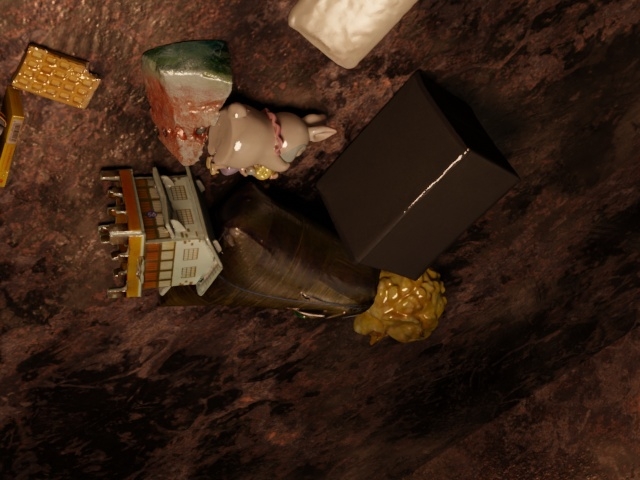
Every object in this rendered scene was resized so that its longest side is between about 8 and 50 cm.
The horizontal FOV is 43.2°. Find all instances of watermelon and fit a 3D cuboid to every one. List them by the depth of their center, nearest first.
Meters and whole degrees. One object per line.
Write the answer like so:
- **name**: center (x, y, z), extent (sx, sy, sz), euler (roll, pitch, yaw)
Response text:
- **watermelon**: center (-0.248, -0.241, 1.475), extent (0.154, 0.095, 0.241), euler (-3, 140, -15)

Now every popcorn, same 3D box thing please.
- **popcorn**: center (0.210, 0.176, 2.116), extent (0.266, 0.192, 0.233), euler (-41, 139, 13)

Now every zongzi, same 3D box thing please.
- **zongzi**: center (-0.116, 0.102, 1.806), extent (0.403, 0.208, 0.432), euler (27, 131, -21)

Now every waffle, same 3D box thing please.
- **waffle**: center (-0.442, -0.276, 1.364), extent (0.135, 0.021, 0.092), euler (12, 129, -38)

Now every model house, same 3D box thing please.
- **model house**: center (-0.317, -0.020, 1.580), extent (0.215, 0.224, 0.199), euler (-2, 135, -21)

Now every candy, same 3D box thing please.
- **candy**: center (0.113, -0.445, 1.264), extent (0.145, 0.208, 0.358), euler (39, 123, -13)

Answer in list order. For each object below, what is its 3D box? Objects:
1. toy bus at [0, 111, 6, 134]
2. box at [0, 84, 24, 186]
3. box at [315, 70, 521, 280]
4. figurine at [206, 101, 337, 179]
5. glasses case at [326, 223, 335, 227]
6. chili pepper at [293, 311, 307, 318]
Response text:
- **toy bus**: center (-0.611, -0.176, 1.334), extent (0.194, 0.088, 0.083), euler (-35, 137, 16)
- **box**: center (-0.536, -0.176, 1.375), extent (0.023, 0.087, 0.155), euler (3, 134, -35)
- **box**: center (0.199, -0.125, 1.707), extent (0.204, 0.251, 0.345), euler (19, 125, -42)
- **figurine**: center (-0.094, -0.188, 1.579), extent (0.235, 0.127, 0.155), euler (1, 117, -34)
- **glasses case**: center (0.000, 0.000, 1.912), extent (0.204, 0.047, 0.071), euler (-3, 138, -27)
- **chili pepper**: center (0.017, 0.101, 2.027), extent (0.100, 0.074, 0.257), euler (17, 130, -45)
